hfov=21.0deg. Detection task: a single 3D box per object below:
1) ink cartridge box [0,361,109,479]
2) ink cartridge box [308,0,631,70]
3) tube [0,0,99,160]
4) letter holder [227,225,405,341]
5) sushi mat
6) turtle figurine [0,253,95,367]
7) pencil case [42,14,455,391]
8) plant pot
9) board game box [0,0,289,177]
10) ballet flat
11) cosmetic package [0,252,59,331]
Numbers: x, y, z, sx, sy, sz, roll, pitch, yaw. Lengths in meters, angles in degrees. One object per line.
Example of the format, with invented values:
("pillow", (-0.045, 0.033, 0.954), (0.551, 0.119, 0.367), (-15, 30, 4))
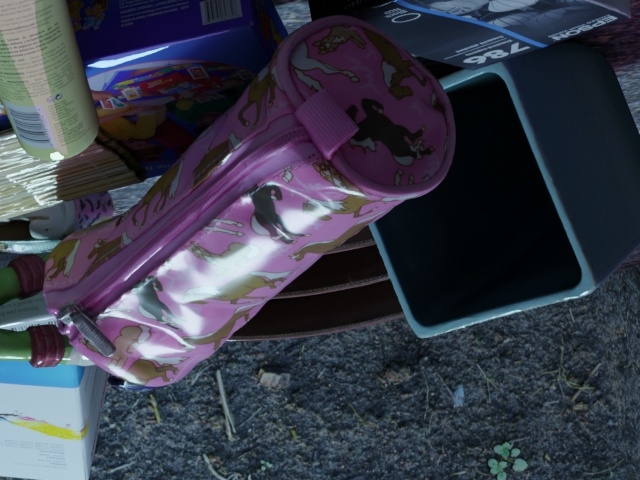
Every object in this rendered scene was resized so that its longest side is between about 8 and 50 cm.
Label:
("ink cartridge box", (-0.369, 0.138, 2.108), (0.197, 0.198, 0.270), (5, 139, 1))
("ink cartridge box", (0.143, -0.203, 1.441), (0.165, 0.065, 0.333), (-16, 170, 33))
("tube", (-0.204, -0.152, 1.171), (0.070, 0.062, 0.240), (-46, 150, -23))
("letter holder", (0.000, 0.000, 2.084), (0.302, 0.214, 0.152), (-9, 172, -6))
("sushi mat", (-0.309, -0.035, 1.418), (0.316, 0.019, 0.151), (-15, 158, 18))
("turtle figurine", (-0.322, 0.063, 1.673), (0.266, 0.198, 0.274), (-8, 134, -31))
("pencil case", (-0.063, -0.022, 1.341), (0.160, 0.167, 0.386), (32, 136, -21))
("plant pot", (0.213, -0.075, 1.813), (0.247, 0.248, 0.252), (-19, -174, 45))
("board game box", (-0.198, -0.119, 1.379), (0.347, 0.078, 0.233), (-11, 159, 7))
("ballet flat", (-0.325, -0.026, 1.789), (0.221, 0.077, 0.079), (-5, 167, -6))
("cosmetic package", (-0.316, 0.018, 1.898), (0.151, 0.183, 0.151), (-9, 165, -8))
